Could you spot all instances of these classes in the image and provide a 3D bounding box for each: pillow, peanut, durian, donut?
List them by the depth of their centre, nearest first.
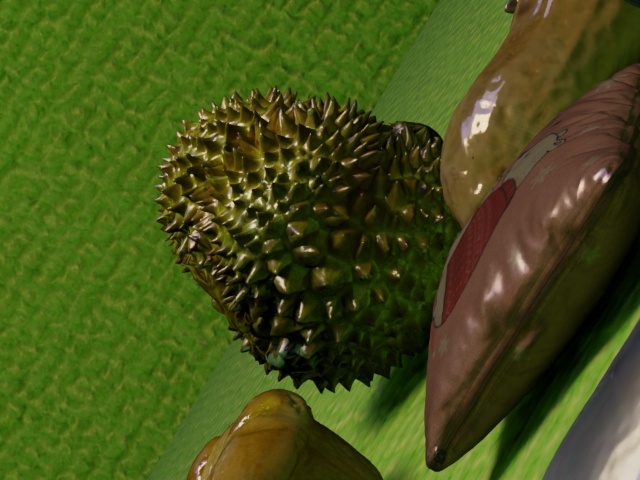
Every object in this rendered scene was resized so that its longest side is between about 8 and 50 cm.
[{"bbox_3d":[0.131,0.006,1.122,0.223,0.084,0.236,-57,2,24],"label":"pillow"},{"bbox_3d":[-0.055,0.232,1.278,0.261,0.128,0.208,-60,7,-28],"label":"donut"},{"bbox_3d":[0.170,-0.122,1.379,0.274,0.111,0.125,-58,1,-12],"label":"peanut"},{"bbox_3d":[0.000,0.004,1.518,0.291,0.291,0.225,134,153,-68],"label":"durian"}]

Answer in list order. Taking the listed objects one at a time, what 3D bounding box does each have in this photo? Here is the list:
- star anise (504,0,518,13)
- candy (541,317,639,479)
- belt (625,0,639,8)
[{"bbox_3d":[0.250,-0.296,1.818,0.231,0.089,0.209,-58,-7,-10],"label":"star anise"},{"bbox_3d":[0.145,0.062,0.697,0.174,0.071,0.138,-59,6,1],"label":"candy"},{"bbox_3d":[0.278,-0.268,1.222,0.267,0.116,0.206,-53,3,23],"label":"belt"}]
